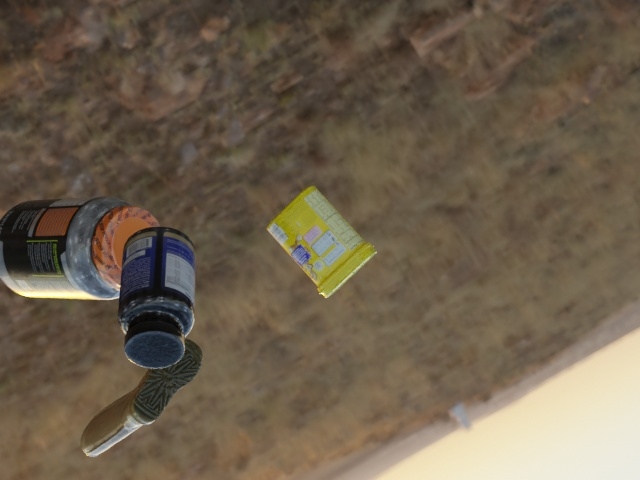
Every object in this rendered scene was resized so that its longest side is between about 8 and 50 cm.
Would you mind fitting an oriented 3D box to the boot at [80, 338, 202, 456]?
[{"bbox_3d":[-0.388,0.333,2.413,0.269,0.089,0.236,-36,-170,49],"label":"boot"}]

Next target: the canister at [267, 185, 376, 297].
[{"bbox_3d":[0.000,0.000,2.052,0.126,0.170,0.073,-44,174,16],"label":"canister"}]

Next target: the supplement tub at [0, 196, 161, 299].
[{"bbox_3d":[-0.454,0.015,2.131,0.316,0.193,0.193,0,-169,40],"label":"supplement tub"}]

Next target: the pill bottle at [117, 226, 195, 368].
[{"bbox_3d":[-0.264,0.092,1.822,0.123,0.219,0.123,-2,136,-2],"label":"pill bottle"}]
